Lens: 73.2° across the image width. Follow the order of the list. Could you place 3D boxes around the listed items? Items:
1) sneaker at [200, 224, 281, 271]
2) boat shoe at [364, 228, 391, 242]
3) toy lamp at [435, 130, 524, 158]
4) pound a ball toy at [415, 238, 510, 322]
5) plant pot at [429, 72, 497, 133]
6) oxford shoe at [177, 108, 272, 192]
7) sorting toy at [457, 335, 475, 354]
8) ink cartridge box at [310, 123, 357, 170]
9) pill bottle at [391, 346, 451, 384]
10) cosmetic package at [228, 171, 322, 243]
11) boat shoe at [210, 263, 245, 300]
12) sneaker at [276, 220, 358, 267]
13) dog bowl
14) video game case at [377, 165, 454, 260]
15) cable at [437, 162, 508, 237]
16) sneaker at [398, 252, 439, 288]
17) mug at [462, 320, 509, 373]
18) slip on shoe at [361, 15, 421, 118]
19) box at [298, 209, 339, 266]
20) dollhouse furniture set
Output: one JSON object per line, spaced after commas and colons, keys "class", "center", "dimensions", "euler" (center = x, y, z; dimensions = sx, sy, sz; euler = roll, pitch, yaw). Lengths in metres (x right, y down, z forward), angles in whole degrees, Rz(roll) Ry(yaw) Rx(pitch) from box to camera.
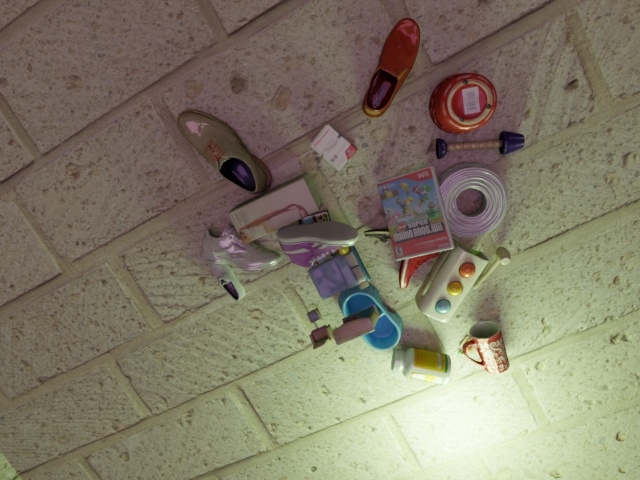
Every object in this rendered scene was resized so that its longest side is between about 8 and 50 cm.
{"class": "sneaker", "center": [-0.296, 0.027, 1.593], "dimensions": [0.306, 0.114, 0.152], "euler": [8, 108, 3]}
{"class": "boat shoe", "center": [0.234, -0.015, 1.559], "dimensions": [0.153, 0.056, 0.049], "euler": [0, 100, 6]}
{"class": "toy lamp", "center": [0.530, -0.317, 1.436], "dimensions": [0.275, 0.080, 0.080], "euler": [-5, 104, 7]}
{"class": "pound a ball toy", "center": [0.508, 0.144, 1.521], "dimensions": [0.208, 0.135, 0.319], "euler": [24, 111, -9]}
{"class": "plant pot", "center": [0.449, -0.434, 1.366], "dimensions": [0.191, 0.174, 0.190], "euler": [2, 105, 8]}
{"class": "oxford shoe", "center": [-0.339, -0.311, 1.491], "dimensions": [0.397, 0.146, 0.140], "euler": [38, 106, -4]}
{"class": "sorting toy", "center": [0.567, 0.414, 1.662], "dimensions": [0.062, 0.012, 0.083], "euler": [30, 105, -3]}
{"class": "ink cartridge box", "center": [0.046, -0.323, 1.495], "dimensions": [0.135, 0.056, 0.099], "euler": [40, 105, -6]}
{"class": "pill bottle", "center": [0.380, 0.474, 1.643], "dimensions": [0.209, 0.117, 0.117], "euler": [10, 106, 3]}
{"class": "cosmetic package", "center": [-0.154, -0.116, 1.524], "dimensions": [0.296, 0.153, 0.129], "euler": [-24, 103, 13]}
{"class": "boat shoe", "center": [-0.364, 0.156, 1.662], "dimensions": [0.066, 0.063, 0.184], "euler": [-28, 101, 12]}
{"class": "sneaker", "center": [0.002, 0.022, 1.492], "dimensions": [0.282, 0.102, 0.161], "euler": [0, 130, 20]}
{"class": "dog bowl", "center": [0.192, 0.294, 1.637], "dimensions": [0.166, 0.074, 0.297], "euler": [-38, 99, 14]}
{"class": "video game case", "center": [0.323, -0.089, 1.476], "dimensions": [0.204, 0.025, 0.284], "euler": [-15, 86, 28]}
{"class": "cable", "center": [0.507, -0.136, 1.481], "dimensions": [0.257, 0.089, 0.256], "euler": [2, 105, 5]}
{"class": "sneaker", "center": [0.360, 0.079, 1.557], "dimensions": [0.128, 0.087, 0.221], "euler": [10, 107, 4]}
{"class": "mug", "center": [0.618, 0.405, 1.613], "dimensions": [0.150, 0.113, 0.169], "euler": [-17, 107, 25]}
{"class": "slip on shoe", "center": [0.231, -0.554, 1.392], "dimensions": [0.123, 0.101, 0.331], "euler": [26, 105, 0]}
{"class": "box", "center": [0.000, 0.000, 1.597], "dimensions": [0.114, 0.036, 0.206], "euler": [-14, 103, 10]}
{"class": "dollhouse furniture set", "center": [0.031, 0.193, 1.500], "dimensions": [0.287, 0.198, 0.303], "euler": [-26, 87, 13]}
